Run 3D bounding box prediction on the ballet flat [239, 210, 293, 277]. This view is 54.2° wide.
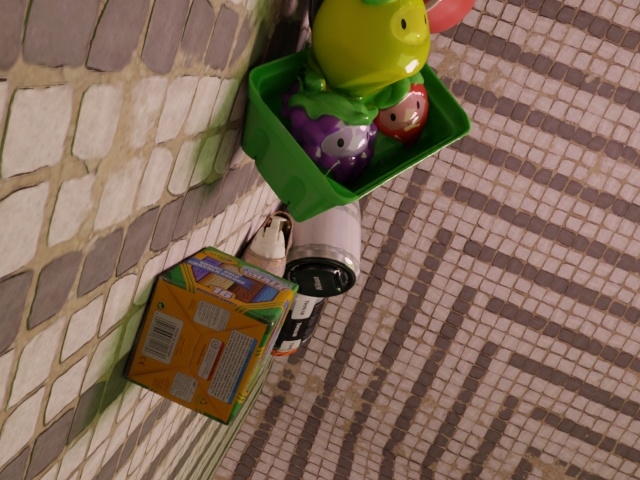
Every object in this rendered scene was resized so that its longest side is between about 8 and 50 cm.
[{"bbox_3d":[-0.120,0.007,1.450,0.316,0.107,0.106,-83,-171,-68],"label":"ballet flat"}]

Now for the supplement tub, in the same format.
[{"bbox_3d":[-0.099,0.191,1.895,0.207,0.207,0.338,-63,173,-46],"label":"supplement tub"}]

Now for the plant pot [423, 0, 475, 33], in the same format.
[{"bbox_3d":[0.266,-0.681,1.640,0.243,0.275,0.275,-38,152,-63],"label":"plant pot"}]

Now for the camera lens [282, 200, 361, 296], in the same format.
[{"bbox_3d":[0.000,0.000,1.693,0.219,0.219,0.274,107,-11,-54],"label":"camera lens"}]

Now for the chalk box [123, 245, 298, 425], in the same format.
[{"bbox_3d":[-0.157,0.133,1.023,0.289,0.179,0.180,-49,162,-76],"label":"chalk box"}]

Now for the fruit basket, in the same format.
[{"bbox_3d":[0.079,-0.241,0.970,0.392,0.283,0.392,-36,175,-4],"label":"fruit basket"}]

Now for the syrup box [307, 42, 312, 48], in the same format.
[{"bbox_3d":[-0.013,-0.252,1.224,0.237,0.093,0.096,-67,158,-5],"label":"syrup box"}]

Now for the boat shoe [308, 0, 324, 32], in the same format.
[{"bbox_3d":[0.053,-0.448,0.954,0.119,0.121,0.335,-42,158,-31],"label":"boat shoe"}]
